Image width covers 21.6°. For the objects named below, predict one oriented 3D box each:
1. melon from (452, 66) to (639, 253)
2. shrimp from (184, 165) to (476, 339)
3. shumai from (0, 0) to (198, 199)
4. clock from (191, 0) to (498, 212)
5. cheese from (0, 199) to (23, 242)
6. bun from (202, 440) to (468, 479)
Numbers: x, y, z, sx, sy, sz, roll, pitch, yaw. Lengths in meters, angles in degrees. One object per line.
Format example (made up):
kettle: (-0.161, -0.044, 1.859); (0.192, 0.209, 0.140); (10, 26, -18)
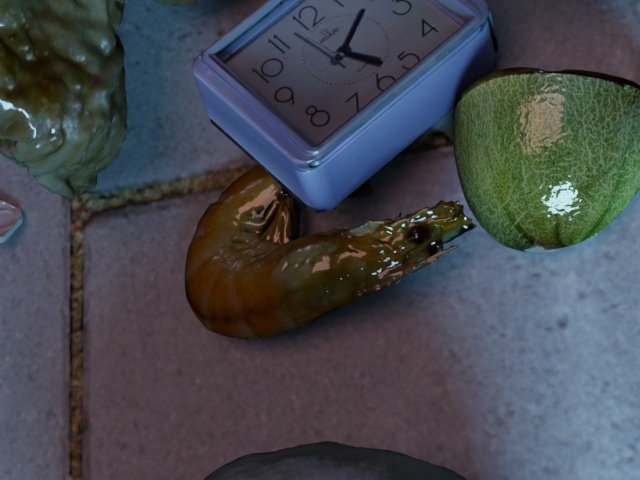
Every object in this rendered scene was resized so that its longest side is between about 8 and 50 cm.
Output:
melon: (0.158, -0.059, 1.195); (0.160, 0.079, 0.128); (-4, 72, 24)
shrimp: (0.000, 0.000, 1.266); (0.248, 0.068, 0.150); (-6, 67, 29)
shumai: (-0.211, -0.216, 1.302); (0.262, 0.314, 0.267); (-44, 50, 3)
clock: (0.019, -0.133, 1.255); (0.193, 0.073, 0.144); (-41, 60, -13)
cheese: (-0.370, -0.056, 1.452); (0.255, 0.050, 0.127); (24, 52, 21)
bun: (-0.002, 0.307, 1.098); (0.354, 0.194, 0.355); (-6, 73, 21)
